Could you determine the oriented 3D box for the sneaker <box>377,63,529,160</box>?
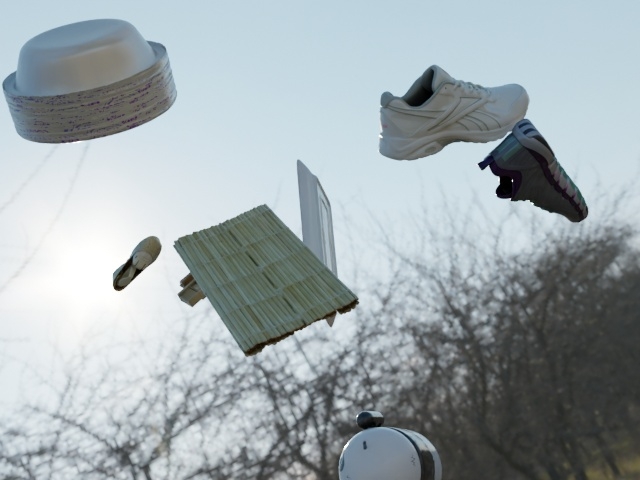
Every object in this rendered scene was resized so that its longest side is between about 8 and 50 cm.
[{"bbox_3d":[0.185,-0.189,1.247,0.232,0.090,0.115,-19,-60,-17],"label":"sneaker"}]

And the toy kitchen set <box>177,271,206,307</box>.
[{"bbox_3d":[-0.214,0.049,1.497,0.083,0.068,0.075,-43,-49,-23],"label":"toy kitchen set"}]

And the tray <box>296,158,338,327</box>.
[{"bbox_3d":[0.000,0.000,1.561,0.030,0.270,0.145,-14,-36,12],"label":"tray"}]

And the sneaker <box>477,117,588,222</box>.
[{"bbox_3d":[0.301,-0.080,1.296,0.098,0.083,0.224,-37,-47,12],"label":"sneaker"}]

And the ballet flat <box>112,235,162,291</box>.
[{"bbox_3d":[-0.402,0.056,1.993,0.057,0.052,0.168,31,-56,-23],"label":"ballet flat"}]

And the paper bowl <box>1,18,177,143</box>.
[{"bbox_3d":[-0.398,-0.283,1.555,0.284,0.284,0.148,-21,-59,-20],"label":"paper bowl"}]

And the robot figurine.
[{"bbox_3d":[0.142,0.465,1.839,0.173,0.209,0.278,-62,-26,-1],"label":"robot figurine"}]

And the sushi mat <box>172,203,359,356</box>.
[{"bbox_3d":[-0.081,0.040,1.180,0.151,0.316,0.019,-21,-59,-16],"label":"sushi mat"}]
